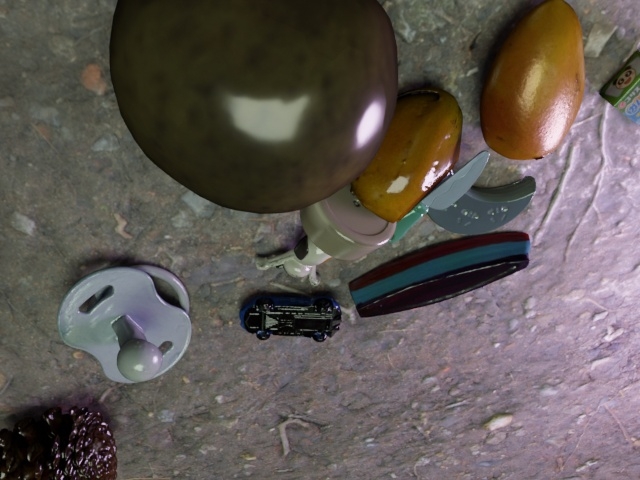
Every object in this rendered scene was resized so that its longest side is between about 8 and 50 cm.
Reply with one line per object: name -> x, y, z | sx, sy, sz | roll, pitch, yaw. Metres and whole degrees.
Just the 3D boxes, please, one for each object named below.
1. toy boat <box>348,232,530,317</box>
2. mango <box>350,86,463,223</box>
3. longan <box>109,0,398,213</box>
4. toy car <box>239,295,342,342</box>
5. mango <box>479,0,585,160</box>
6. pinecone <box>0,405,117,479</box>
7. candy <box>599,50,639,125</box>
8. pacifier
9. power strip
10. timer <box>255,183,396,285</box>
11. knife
toy boat -> 0.255, 0.074, 1.371 | 0.392, 0.079, 0.136 | -18, 130, 9
mango -> 0.143, -0.156, 1.117 | 0.236, 0.136, 0.166 | -45, 86, 2
longan -> -0.087, -0.225, 0.910 | 0.405, 0.336, 0.404 | 3, 127, 4
toy car -> -0.063, 0.158, 1.386 | 0.216, 0.063, 0.103 | 3, 127, -4
mango -> 0.354, -0.264, 1.079 | 0.187, 0.138, 0.257 | -21, 135, -8
pinecone -> -0.599, 0.493, 1.463 | 0.292, 0.246, 0.246 | -2, 131, 17
candy -> 0.608, -0.246, 1.182 | 0.194, 0.062, 0.097 | 25, 121, -24
pacifier -> -0.351, 0.183, 1.262 | 0.238, 0.226, 0.287 | -35, 128, -5
power strip -> 0.274, -0.092, 1.252 | 0.253, 0.054, 0.167 | 16, 123, -21
timer -> 0.000, 0.000, 1.242 | 0.175, 0.175, 0.266 | 20, 140, -23
knife -> 0.211, -0.073, 1.205 | 0.260, 0.034, 0.063 | -35, 123, 26
